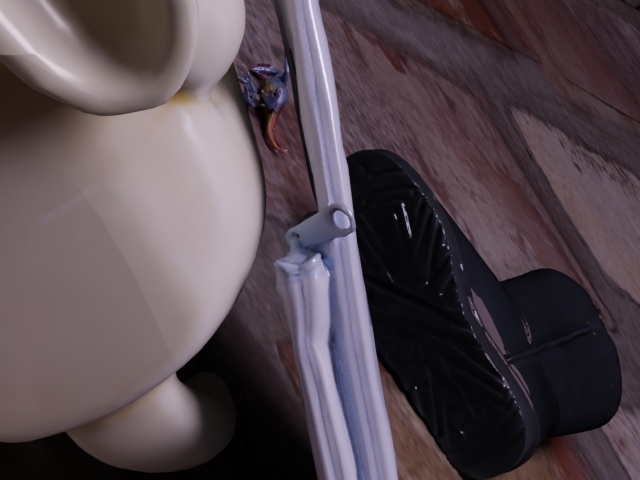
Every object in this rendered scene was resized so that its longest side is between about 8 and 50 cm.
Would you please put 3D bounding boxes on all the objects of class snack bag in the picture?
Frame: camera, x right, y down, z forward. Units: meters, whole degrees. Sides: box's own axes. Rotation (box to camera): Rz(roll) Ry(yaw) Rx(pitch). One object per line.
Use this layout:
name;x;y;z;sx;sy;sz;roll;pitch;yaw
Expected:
snack bag;0.000;0.000;0.805;0.323;0.037;0.342;-88;169;-86

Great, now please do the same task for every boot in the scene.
boot;0.113;0.043;1.203;0.246;0.094;0.207;61;27;8

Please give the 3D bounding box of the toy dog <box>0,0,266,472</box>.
toy dog;-0.136;-0.129;0.768;0.395;0.284;0.408;43;21;-27

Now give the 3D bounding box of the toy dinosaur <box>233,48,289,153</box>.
toy dinosaur;-0.042;-0.110;1.258;0.082;0.047;0.090;-25;110;-76
